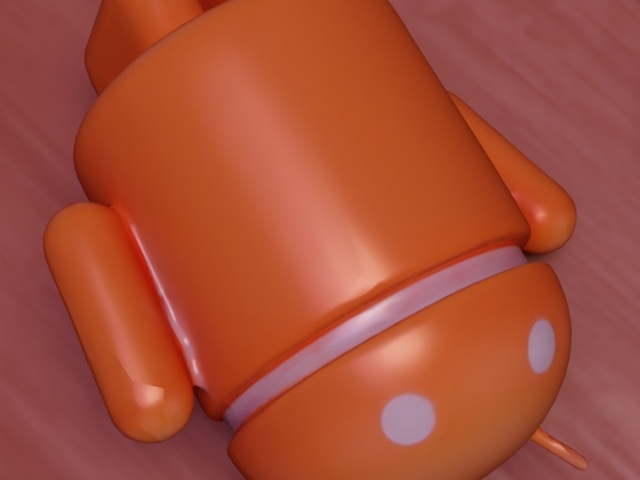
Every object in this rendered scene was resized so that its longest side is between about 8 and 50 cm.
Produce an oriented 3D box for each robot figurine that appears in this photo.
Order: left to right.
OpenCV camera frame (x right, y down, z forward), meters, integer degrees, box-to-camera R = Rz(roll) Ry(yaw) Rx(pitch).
[{"bbox_3d":[0.002,-0.001,0.474,0.128,0.158,0.219,-35,77,22],"label":"robot figurine"}]
